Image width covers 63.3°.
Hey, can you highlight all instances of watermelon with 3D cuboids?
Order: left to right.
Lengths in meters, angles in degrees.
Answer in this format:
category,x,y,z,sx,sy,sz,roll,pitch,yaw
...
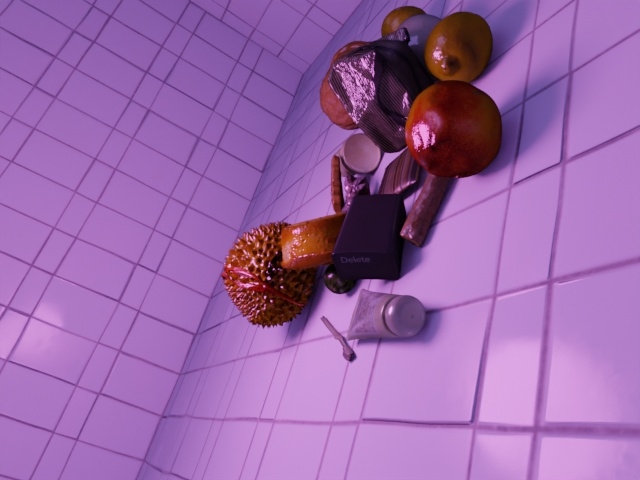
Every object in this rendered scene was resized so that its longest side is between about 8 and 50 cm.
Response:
category,x,y,z,sx,sy,sz,roll,pitch,yaw
watermelon,0.061,0.107,1.551,0.109,0.108,0.109,-51,22,30

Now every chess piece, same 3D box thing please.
category,x,y,z,sx,sy,sz,roll,pitch,yaw
chess piece,0.114,-0.298,1.930,0.145,0.144,0.251,-66,13,-10

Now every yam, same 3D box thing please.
category,x,y,z,sx,sy,sz,roll,pitch,yaw
yam,0.291,-0.128,1.333,0.300,0.066,0.066,-64,19,-6

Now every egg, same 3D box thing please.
category,x,y,z,sx,sy,sz,roll,pitch,yaw
egg,0.331,-0.618,1.673,0.203,0.202,0.283,-52,31,26

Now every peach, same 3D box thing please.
category,x,y,z,sx,sy,sz,roll,pitch,yaw
peach,0.308,-0.257,1.210,0.231,0.230,0.231,-51,22,30

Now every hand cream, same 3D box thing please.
category,x,y,z,sx,sy,sz,roll,pitch,yaw
hand cream,0.140,0.181,1.255,0.305,0.093,0.147,-16,54,67

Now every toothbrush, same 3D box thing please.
category,x,y,z,sx,sy,sz,roll,pitch,yaw
toothbrush,0.044,0.270,1.483,0.294,0.026,0.028,-132,56,-70

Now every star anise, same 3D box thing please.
category,x,y,z,sx,sy,sz,roll,pitch,yaw
star anise,0.114,-0.118,1.693,0.229,0.092,0.237,121,153,-61

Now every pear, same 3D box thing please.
category,x,y,z,sx,sy,sz,roll,pitch,yaw
pear,0.327,-0.795,1.979,0.198,0.198,0.198,-51,22,30

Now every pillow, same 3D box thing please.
category,x,y,z,sx,sy,sz,roll,pitch,yaw
pillow,0.242,-0.200,1.569,0.212,0.052,0.208,-38,27,50

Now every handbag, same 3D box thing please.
category,x,y,z,sx,sy,sz,roll,pitch,yaw
handbag,0.210,-0.454,1.567,0.240,0.341,0.247,-23,22,52

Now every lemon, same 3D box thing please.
category,x,y,z,sx,sy,sz,roll,pitch,yaw
lemon,0.390,-0.542,1.458,0.249,0.184,0.184,-57,15,-26

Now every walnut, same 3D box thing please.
category,x,y,z,sx,sy,sz,roll,pitch,yaw
walnut,0.155,-0.588,1.955,0.344,0.305,0.306,-42,27,53

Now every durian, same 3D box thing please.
category,x,y,z,sx,sy,sz,roll,pitch,yaw
durian,-0.165,0.115,1.794,0.347,0.347,0.385,-41,38,47

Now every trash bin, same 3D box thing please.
category,x,y,z,sx,sy,sz,roll,pitch,yaw
trash bin,0.141,-0.016,1.401,0.165,0.115,0.226,-1,49,22

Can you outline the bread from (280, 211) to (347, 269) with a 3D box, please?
category,x,y,z,sx,sy,sz,roll,pitch,yaw
bread,0.000,0.000,1.568,0.268,0.268,0.146,179,76,-69

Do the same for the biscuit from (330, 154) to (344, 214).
category,x,y,z,sx,sy,sz,roll,pitch,yaw
biscuit,0.059,-0.177,1.851,0.239,0.041,0.213,73,-167,-69
